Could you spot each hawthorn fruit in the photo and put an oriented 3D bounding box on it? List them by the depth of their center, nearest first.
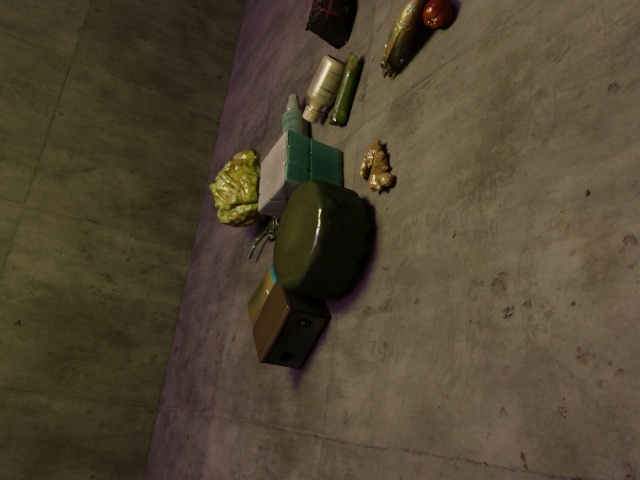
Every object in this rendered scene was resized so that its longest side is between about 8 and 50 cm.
[{"bbox_3d":[0.333,-0.642,1.526,0.093,0.093,0.093,-42,39,47],"label":"hawthorn fruit"}]

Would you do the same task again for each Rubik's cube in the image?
[{"bbox_3d":[-0.071,-0.206,1.889,0.221,0.231,0.224,-42,38,48],"label":"Rubik's cube"}]

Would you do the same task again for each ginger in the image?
[{"bbox_3d":[0.163,-0.226,1.633,0.193,0.053,0.176,-8,73,64],"label":"ginger"}]

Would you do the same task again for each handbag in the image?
[{"bbox_3d":[0.039,-0.903,2.166,0.155,0.170,0.215,-15,61,60],"label":"handbag"}]

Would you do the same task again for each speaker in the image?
[{"bbox_3d":[-0.101,0.270,1.743,0.230,0.153,0.192,-62,28,22],"label":"speaker"}]

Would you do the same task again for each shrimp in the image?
[{"bbox_3d":[0.264,-0.629,1.638,0.168,0.077,0.317,-40,-14,-40],"label":"shrimp"}]

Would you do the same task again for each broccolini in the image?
[{"bbox_3d":[-0.236,0.009,2.284,0.271,0.062,0.123,-47,20,33],"label":"broccolini"}]

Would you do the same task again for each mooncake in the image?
[{"bbox_3d":[0.000,0.000,1.665,0.356,0.194,0.356,-42,41,53],"label":"mooncake"}]

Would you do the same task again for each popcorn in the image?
[{"bbox_3d":[-0.338,-0.204,2.379,0.335,0.275,0.278,-44,40,45],"label":"popcorn"}]

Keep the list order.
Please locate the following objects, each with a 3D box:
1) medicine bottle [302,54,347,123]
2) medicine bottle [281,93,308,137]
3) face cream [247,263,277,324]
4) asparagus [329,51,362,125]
[{"bbox_3d":[0.011,-0.575,2.083,0.252,0.114,0.114,-61,28,24],"label":"medicine bottle"},{"bbox_3d":[-0.109,-0.487,2.276,0.110,0.110,0.351,-48,35,42],"label":"medicine bottle"},{"bbox_3d":[-0.202,0.199,2.064,0.285,0.067,0.139,126,148,-45],"label":"face cream"},{"bbox_3d":[0.096,-0.546,1.962,0.067,0.060,0.277,-156,83,-84],"label":"asparagus"}]
